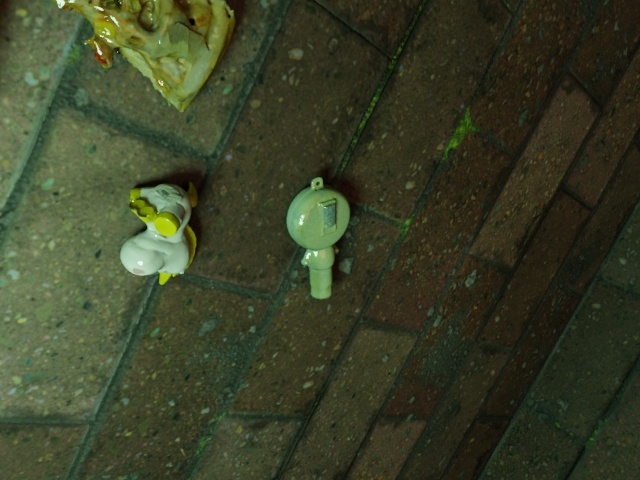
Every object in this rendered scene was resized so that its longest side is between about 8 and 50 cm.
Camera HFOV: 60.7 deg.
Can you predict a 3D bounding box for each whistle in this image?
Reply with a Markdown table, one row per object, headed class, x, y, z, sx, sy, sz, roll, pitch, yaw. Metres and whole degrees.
| class | x | y | z | sx | sy | sz | roll | pitch | yaw |
| --- | --- | --- | --- | --- | --- | --- | --- | --- | --- |
| whistle | 0.000 | 0.000 | 1.039 | 0.126 | 0.067 | 0.258 | -19 | 126 | -27 |

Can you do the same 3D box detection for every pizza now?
| class | x | y | z | sx | sy | sz | roll | pitch | yaw |
| --- | --- | --- | --- | --- | --- | --- | --- | --- | --- |
| pizza | -0.235 | -0.308 | 0.689 | 0.189 | 0.071 | 0.297 | -53 | 133 | -1 |

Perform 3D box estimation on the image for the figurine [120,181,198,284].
| class | x | y | z | sx | sy | sz | roll | pitch | yaw |
| --- | --- | --- | --- | --- | --- | --- | --- | --- | --- |
| figurine | -0.239 | -0.002 | 0.843 | 0.130 | 0.109 | 0.178 | -22 | 131 | -54 |
